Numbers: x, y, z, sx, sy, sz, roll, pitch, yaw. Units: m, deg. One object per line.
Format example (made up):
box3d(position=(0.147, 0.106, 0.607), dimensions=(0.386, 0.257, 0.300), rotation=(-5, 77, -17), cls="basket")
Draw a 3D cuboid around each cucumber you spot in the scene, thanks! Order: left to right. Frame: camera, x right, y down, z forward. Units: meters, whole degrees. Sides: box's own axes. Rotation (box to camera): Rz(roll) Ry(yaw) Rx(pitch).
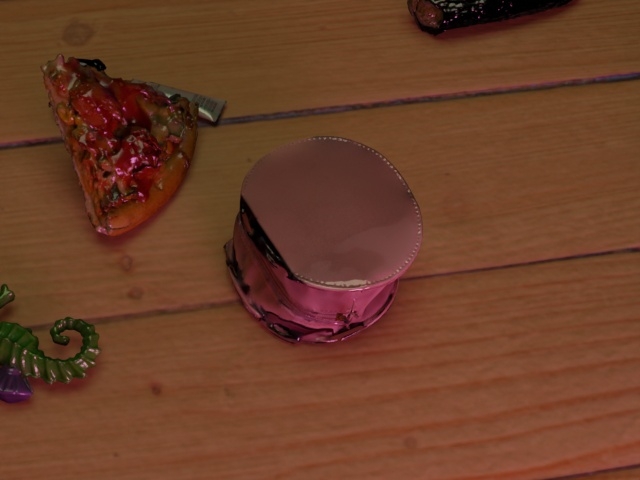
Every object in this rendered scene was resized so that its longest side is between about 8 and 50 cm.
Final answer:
box3d(position=(0.232, -0.305, 1.467), dimensions=(0.245, 0.067, 0.067), rotation=(-13, 54, -14), cls="cucumber")

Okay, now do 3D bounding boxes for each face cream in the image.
box3d(position=(-0.167, -0.163, 1.361), dimensions=(0.115, 0.020, 0.038), rotation=(15, 52, 7), cls="face cream")

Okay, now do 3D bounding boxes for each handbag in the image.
box3d(position=(0.000, 0.001, 1.180), dimensions=(0.179, 0.116, 0.205), rotation=(-22, 57, -19), cls="handbag")

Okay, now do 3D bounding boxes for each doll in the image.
box3d(position=(-0.305, 0.096, 1.133), dimensions=(0.190, 0.050, 0.115), rotation=(16, 60, 7), cls="doll")

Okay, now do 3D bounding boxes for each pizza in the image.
box3d(position=(-0.215, -0.113, 1.231), dimensions=(0.053, 0.193, 0.201), rotation=(-13, 47, 47), cls="pizza")

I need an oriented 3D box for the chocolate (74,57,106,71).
box3d(position=(-0.259, -0.142, 1.324), dimensions=(0.072, 0.070, 0.147), rotation=(-21, 45, -6), cls="chocolate")
